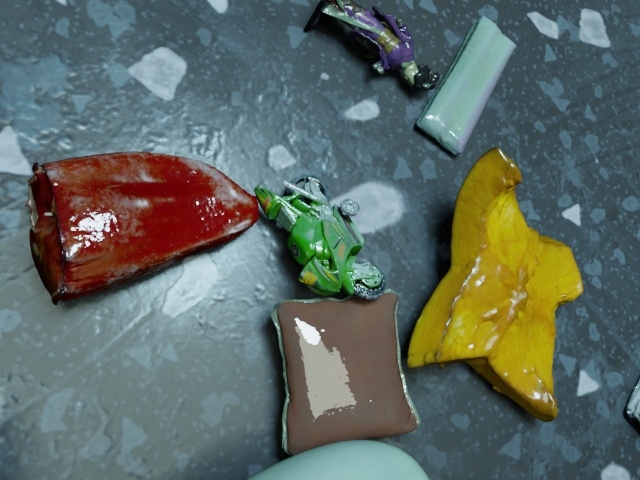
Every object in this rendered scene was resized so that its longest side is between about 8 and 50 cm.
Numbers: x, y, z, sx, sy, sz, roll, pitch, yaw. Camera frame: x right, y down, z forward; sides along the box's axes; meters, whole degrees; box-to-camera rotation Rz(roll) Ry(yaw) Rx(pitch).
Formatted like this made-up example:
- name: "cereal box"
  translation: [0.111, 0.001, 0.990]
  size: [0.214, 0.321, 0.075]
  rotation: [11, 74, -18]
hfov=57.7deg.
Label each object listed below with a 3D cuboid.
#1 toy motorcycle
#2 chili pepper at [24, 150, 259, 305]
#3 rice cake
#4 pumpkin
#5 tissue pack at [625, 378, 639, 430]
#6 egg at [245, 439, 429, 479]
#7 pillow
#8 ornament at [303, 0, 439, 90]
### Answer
- name: "toy motorcycle"
  translation: [0.000, 0.000, 0.707]
  size: [0.106, 0.074, 0.190]
  rotation: [-19, 66, -33]
- name: "chili pepper"
  translation: [-0.193, -0.035, 0.654]
  size: [0.253, 0.136, 0.144]
  rotation: [-16, 40, -32]
- name: "rice cake"
  translation: [0.223, -0.234, 0.866]
  size: [0.080, 0.042, 0.221]
  rotation: [34, 69, -9]
- name: "pumpkin"
  translation: [0.248, 0.066, 0.762]
  size: [0.258, 0.095, 0.290]
  rotation: [24, 83, -27]
- name: "tissue pack"
  translation: [0.664, 0.285, 0.883]
  size: [0.361, 0.122, 0.259]
  rotation: [43, 67, -5]
- name: "egg"
  translation: [-0.031, 0.344, 0.560]
  size: [0.371, 0.230, 0.230]
  rotation: [-35, 92, -29]
- name: "pillow"
  translation: [0.027, 0.153, 0.699]
  size: [0.172, 0.075, 0.179]
  rotation: [-4, 81, -21]
- name: "ornament"
  translation: [0.078, -0.271, 0.798]
  size: [0.203, 0.088, 0.081]
  rotation: [42, 70, -9]
